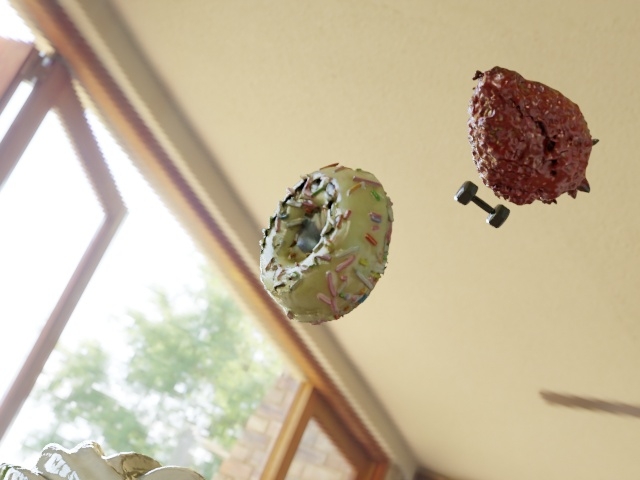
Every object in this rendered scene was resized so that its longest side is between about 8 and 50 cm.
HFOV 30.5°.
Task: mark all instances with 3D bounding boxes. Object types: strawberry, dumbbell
[{"bbox_3d":[0.282,-0.134,1.555,0.174,0.098,0.228,-6,-36,12],"label":"strawberry"},{"bbox_3d":[0.239,-0.053,1.726,0.083,0.040,0.036,35,-28,-5],"label":"dumbbell"}]

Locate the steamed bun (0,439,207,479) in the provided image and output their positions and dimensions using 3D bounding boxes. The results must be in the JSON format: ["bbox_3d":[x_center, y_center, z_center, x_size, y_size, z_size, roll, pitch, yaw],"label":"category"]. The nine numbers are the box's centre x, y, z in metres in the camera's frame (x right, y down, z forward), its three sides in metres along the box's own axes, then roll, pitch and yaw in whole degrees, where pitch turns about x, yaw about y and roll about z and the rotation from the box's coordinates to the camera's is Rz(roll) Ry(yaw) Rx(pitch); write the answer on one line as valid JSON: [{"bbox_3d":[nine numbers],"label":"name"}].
[{"bbox_3d":[-0.116,0.151,0.484,0.106,0.182,0.183,52,-11,29],"label":"steamed bun"}]

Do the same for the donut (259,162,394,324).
[{"bbox_3d":[0.000,0.000,1.186,0.068,0.175,0.174,25,-22,-32],"label":"donut"}]
